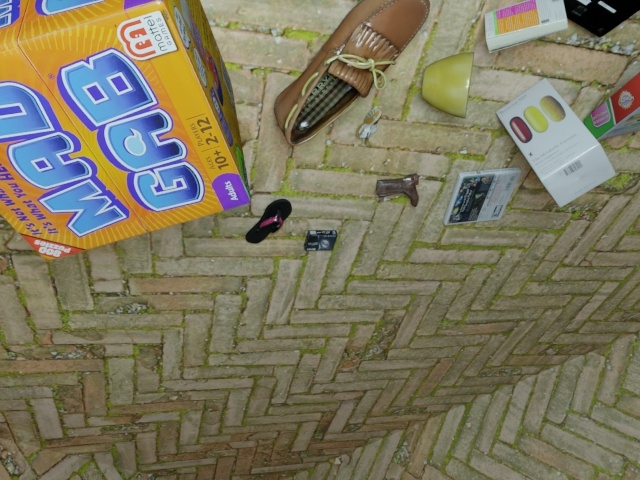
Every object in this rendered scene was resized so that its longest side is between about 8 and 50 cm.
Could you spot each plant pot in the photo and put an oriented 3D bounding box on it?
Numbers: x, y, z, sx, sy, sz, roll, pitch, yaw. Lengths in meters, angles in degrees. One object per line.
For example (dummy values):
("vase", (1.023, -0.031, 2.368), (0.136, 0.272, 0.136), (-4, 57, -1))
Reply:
("plant pot", (0.267, -0.330, 1.176), (0.095, 0.134, 0.134), (8, 142, 14))

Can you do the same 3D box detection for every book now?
("book", (0.394, -0.427, 1.078), (0.144, 0.096, 0.035), (-9, 144, 24))

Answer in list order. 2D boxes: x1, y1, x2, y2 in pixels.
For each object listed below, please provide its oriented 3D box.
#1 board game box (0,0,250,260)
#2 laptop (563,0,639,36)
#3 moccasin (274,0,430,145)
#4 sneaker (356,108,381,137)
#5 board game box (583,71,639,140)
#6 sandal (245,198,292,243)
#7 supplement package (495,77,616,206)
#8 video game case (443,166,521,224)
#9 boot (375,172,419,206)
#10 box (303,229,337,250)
("board game box", (-0.349, -0.250, 0.887), (0.356, 0.356, 0.356), (-16, 140, 1))
("laptop", (0.547, -0.553, 1.039), (0.234, 0.136, 0.264), (20, 156, -18))
("moccasin", (0.055, -0.330, 1.078), (0.380, 0.147, 0.139), (-35, 136, 23))
("sneaker", (0.116, -0.266, 1.269), (0.037, 0.032, 0.083), (2, 144, -39))
("board game box", (0.782, -0.329, 1.249), (0.242, 0.064, 0.316), (-14, 170, -1))
("sandal", (-0.130, -0.040, 1.443), (0.067, 0.040, 0.179), (19, 130, -34))
("supplement package", (0.528, -0.224, 1.269), (0.139, 0.244, 0.134), (-35, 137, 22))
("video game case", (0.442, -0.120, 1.539), (0.173, 0.022, 0.190), (-6, 140, -10))
("boot", (0.197, -0.122, 1.449), (0.114, 0.037, 0.106), (-14, 127, -6))
("box", (0.000, 0.000, 1.546), (0.083, 0.018, 0.067), (0, 138, -17))
